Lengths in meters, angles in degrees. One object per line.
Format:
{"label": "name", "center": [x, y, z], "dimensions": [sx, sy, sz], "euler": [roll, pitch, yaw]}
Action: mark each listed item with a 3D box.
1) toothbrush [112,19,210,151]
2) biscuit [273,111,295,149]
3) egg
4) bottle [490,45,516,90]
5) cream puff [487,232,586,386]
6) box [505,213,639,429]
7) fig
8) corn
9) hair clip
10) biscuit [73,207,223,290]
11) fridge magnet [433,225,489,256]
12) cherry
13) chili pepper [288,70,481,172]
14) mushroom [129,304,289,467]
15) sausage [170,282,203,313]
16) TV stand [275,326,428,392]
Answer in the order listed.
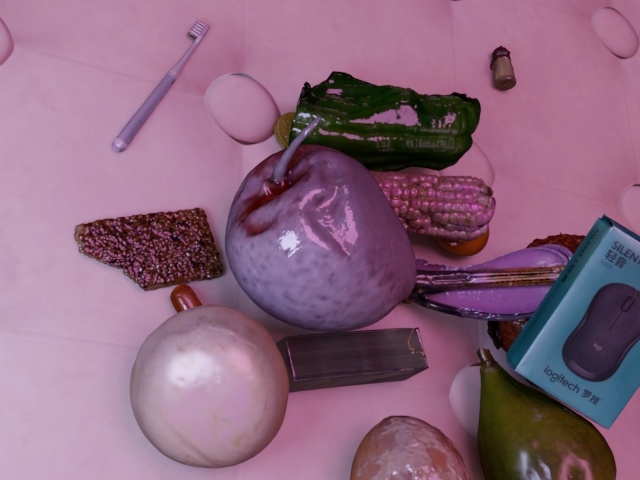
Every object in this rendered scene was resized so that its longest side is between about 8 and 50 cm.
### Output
{"label": "toothbrush", "center": [-0.279, -0.279, 1.870], "dimensions": [0.030, 0.025, 0.342], "euler": [32, 55, -9]}
{"label": "biscuit", "center": [-0.048, -0.201, 1.972], "dimensions": [0.084, 0.023, 0.084], "euler": [13, 62, -26]}
{"label": "egg", "center": [0.142, 0.399, 1.698], "dimensions": [0.203, 0.203, 0.245], "euler": [6, 55, -29]}
{"label": "bottle", "center": [0.402, -0.381, 2.316], "dimensions": [0.063, 0.047, 0.101], "euler": [43, 37, -54]}
{"label": "cream puff", "center": [0.503, 0.136, 1.985], "dimensions": [0.351, 0.228, 0.350], "euler": [4, 74, -15]}
{"label": "box", "center": [0.488, 0.140, 1.810], "dimensions": [0.205, 0.118, 0.311], "euler": [33, 98, -4]}
{"label": "fig", "center": [0.395, 0.348, 1.858], "dimensions": [0.233, 0.233, 0.314], "euler": [13, 58, -26]}
{"label": "corn", "center": [0.159, -0.067, 1.941], "dimensions": [0.335, 0.126, 0.126], "euler": [4, 65, -11]}
{"label": "hair clip", "center": [0.292, 0.080, 1.900], "dimensions": [0.359, 0.095, 0.110], "euler": [-1, 49, 6]}
{"label": "biscuit", "center": [-0.278, 0.017, 1.732], "dimensions": [0.237, 0.026, 0.131], "euler": [-9, 71, -34]}
{"label": "fridge magnet", "center": [0.266, -0.033, 2.057], "dimensions": [0.143, 0.063, 0.143], "euler": [14, 60, -25]}
{"label": "cherry", "center": [0.001, 0.005, 1.727], "dimensions": [0.335, 0.291, 0.326], "euler": [50, 12, -3]}
{"label": "chili pepper", "center": [0.112, -0.212, 1.980], "dimensions": [0.385, 0.213, 0.167], "euler": [4, 108, -20]}
{"label": "mushroom", "center": [-0.163, 0.223, 1.604], "dimensions": [0.246, 0.202, 0.246], "euler": [0, 88, 7]}
{"label": "sausage", "center": [-0.202, 0.131, 1.714], "dimensions": [0.039, 0.041, 0.131], "euler": [-25, 82, -32]}
{"label": "TV stand", "center": [0.046, 0.203, 1.798], "dimensions": [0.270, 0.088, 0.082], "euler": [0, 67, -31]}
